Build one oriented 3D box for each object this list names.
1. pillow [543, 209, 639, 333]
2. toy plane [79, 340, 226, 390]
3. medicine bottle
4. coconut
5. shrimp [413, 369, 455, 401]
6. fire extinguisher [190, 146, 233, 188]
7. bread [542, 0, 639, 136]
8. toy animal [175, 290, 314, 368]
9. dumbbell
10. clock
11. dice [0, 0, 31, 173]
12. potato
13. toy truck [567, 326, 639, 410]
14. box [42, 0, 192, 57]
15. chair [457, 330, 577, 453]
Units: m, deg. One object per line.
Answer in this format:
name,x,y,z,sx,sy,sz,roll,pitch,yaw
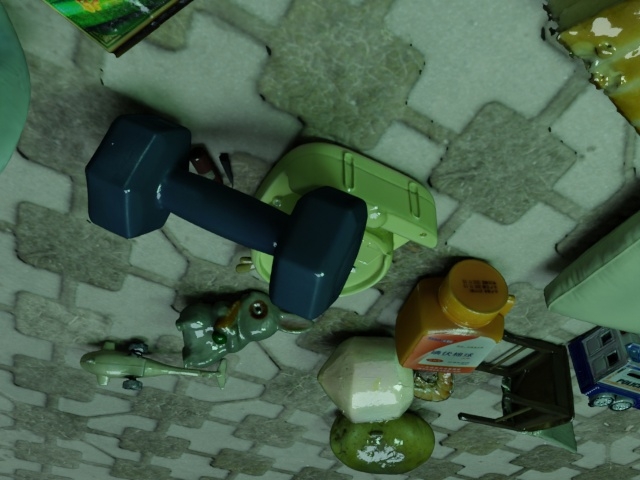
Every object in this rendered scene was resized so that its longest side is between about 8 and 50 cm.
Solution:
pillow,0.523,0.041,1.048,0.255,0.120,0.322,12,146,-16
toy plane,-0.332,0.256,1.401,0.286,0.092,0.108,6,166,-7
medicine bottle,0.226,0.133,1.190,0.149,0.112,0.222,7,145,-9
coconut,0.085,0.266,1.336,0.182,0.171,0.171,-6,145,2
shrimp,0.181,0.263,1.437,0.195,0.035,0.148,14,134,12
fire extinguisher,-0.139,-0.091,0.950,0.046,0.032,0.100,-36,143,-8
bread,0.380,-0.214,0.691,0.239,0.111,0.246,32,137,-33
toy animal,-0.140,0.139,1.234,0.236,0.138,0.108,-20,105,-10
dumbbell,-0.110,-0.033,0.827,0.324,0.144,0.160,23,137,9
clock,0.000,0.000,1.014,0.235,0.096,0.308,20,141,-26
dice,-0.465,-0.146,0.657,0.264,0.263,0.268,-17,141,22
potato,0.147,0.476,1.663,0.228,0.149,0.197,22,126,-24
toy truck,0.630,0.253,1.355,0.268,0.124,0.155,17,137,-21
box,-0.165,-0.286,0.623,0.240,0.071,0.159,-24,141,31
chair,0.446,0.313,1.413,0.319,0.160,0.186,18,143,-19
